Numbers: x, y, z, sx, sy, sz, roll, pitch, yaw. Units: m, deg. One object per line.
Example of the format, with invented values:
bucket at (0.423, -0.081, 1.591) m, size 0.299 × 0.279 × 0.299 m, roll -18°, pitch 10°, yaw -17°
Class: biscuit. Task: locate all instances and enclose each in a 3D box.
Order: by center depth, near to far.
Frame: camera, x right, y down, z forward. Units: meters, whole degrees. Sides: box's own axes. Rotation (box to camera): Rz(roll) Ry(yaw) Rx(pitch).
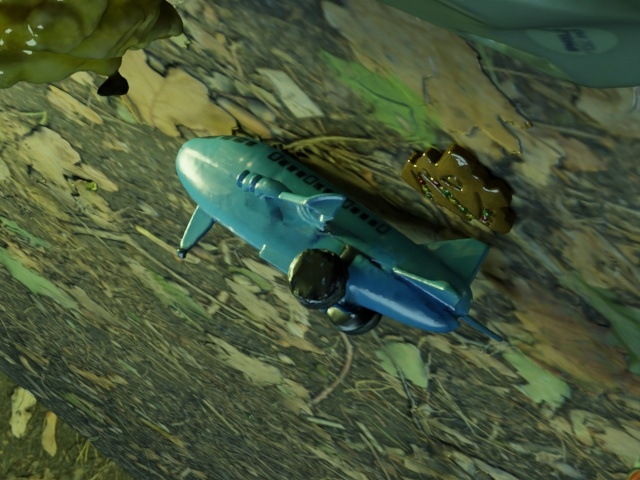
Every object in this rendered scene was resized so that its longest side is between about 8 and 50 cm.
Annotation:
biscuit at (0.085, -0.036, 1.024) m, size 0.092 × 0.016 × 0.082 m, roll 14°, pitch 152°, yaw 42°

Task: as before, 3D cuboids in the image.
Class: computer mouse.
computer mouse at (0.024, -0.160, 0.712) m, size 0.331 × 0.095 × 0.197 m, roll 28°, pitch -178°, yaw 28°

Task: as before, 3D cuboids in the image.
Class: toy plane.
toy plane at (0.000, 0.000, 1.129) m, size 0.271 × 0.105 × 0.254 m, roll 21°, pitch 171°, yaw 25°

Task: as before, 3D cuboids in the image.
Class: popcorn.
popcorn at (-0.171, -0.166, 0.965) m, size 0.180 × 0.180 × 0.170 m, roll 17°, pitch 126°, yaw 42°

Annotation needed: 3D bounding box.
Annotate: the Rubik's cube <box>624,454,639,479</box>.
Rubik's cube at (0.319, 0.263, 0.983) m, size 0.259 × 0.253 × 0.256 m, roll 39°, pitch 160°, yaw -16°
